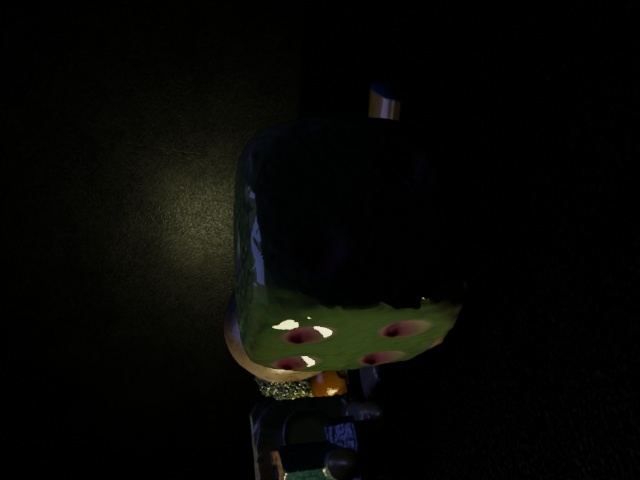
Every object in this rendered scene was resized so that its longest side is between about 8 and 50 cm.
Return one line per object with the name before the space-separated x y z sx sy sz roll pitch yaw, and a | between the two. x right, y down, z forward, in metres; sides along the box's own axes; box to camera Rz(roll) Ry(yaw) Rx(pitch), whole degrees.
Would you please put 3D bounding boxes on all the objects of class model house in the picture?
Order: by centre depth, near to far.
model house | 0.015 0.400 1.393 0.325 0.267 0.194 131 134 -69

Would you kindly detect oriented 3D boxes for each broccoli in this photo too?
broccoli | -0.064 0.390 2.187 0.243 0.263 0.247 23 -119 -51

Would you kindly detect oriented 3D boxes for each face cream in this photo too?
face cream | 0.126 -0.173 1.406 0.139 0.067 0.285 -125 38 -74

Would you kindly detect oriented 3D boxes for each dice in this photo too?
dice | 0.034 0.014 1.090 0.322 0.330 0.318 108 157 -63

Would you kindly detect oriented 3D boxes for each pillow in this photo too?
pillow | 0.106 0.221 1.529 0.148 0.050 0.230 96 170 -59

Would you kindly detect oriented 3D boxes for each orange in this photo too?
orange | 0.026 0.376 1.894 0.160 0.112 0.170 153 107 -81

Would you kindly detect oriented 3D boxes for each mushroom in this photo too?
mushroom | -0.062 0.206 1.787 0.362 0.362 0.295 -96 -19 -48
